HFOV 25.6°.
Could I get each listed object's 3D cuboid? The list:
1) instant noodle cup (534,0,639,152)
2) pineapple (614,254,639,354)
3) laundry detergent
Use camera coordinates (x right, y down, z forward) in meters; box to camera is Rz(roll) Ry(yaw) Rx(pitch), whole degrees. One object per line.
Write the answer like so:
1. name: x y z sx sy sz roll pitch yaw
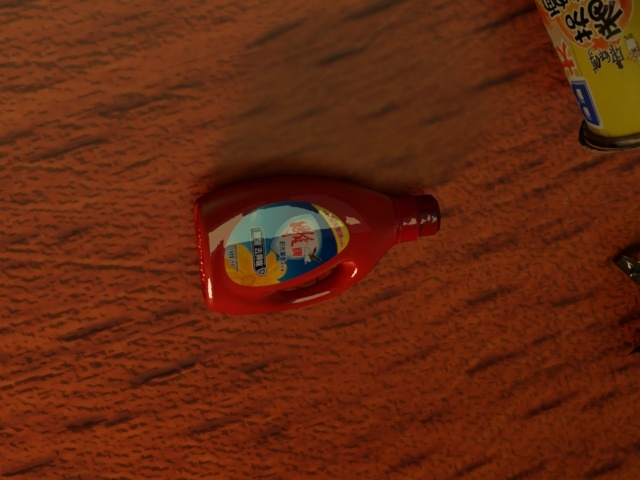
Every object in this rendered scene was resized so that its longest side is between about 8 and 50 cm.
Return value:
1. instant noodle cup: 0.214 -0.170 0.855 0.205 0.205 0.153 -31 101 2
2. pineapple: 0.348 0.024 0.989 0.277 0.119 0.130 -19 156 -1
3. laundry detergent: 0.000 0.000 0.948 0.165 0.049 0.097 -7 118 -8
